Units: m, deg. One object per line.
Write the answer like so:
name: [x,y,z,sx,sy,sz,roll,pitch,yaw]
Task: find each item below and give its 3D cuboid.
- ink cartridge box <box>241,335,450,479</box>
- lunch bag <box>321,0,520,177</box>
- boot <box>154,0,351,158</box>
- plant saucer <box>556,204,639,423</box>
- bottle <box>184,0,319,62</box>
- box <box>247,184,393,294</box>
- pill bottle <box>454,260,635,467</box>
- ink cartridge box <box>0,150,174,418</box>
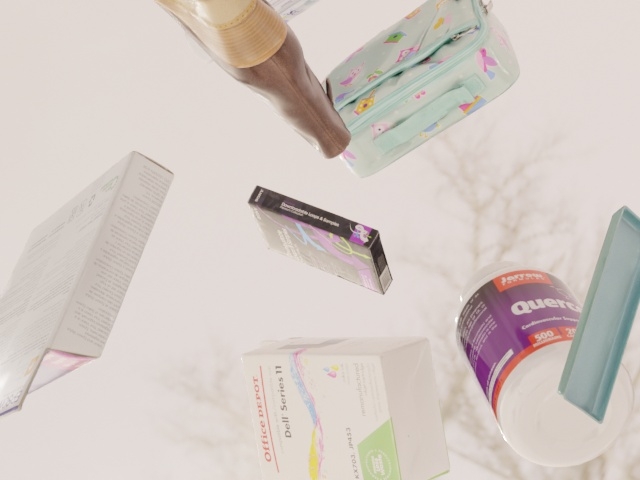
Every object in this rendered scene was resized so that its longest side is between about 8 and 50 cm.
ink cartridge box: [0.007,0.252,2.273,0.353,0.119,0.207,-5,-83,44]
lunch bag: [0.127,-0.214,2.038,0.279,0.224,0.108,-34,-67,16]
boot: [-0.075,-0.189,1.476,0.207,0.090,0.248,52,-1,-33]
plant saucer: [0.261,0.067,1.401,0.018,0.192,0.067,1,-25,46]
bottle: [-0.071,-0.350,2.201,0.282,0.118,0.092,-30,-87,27]
box: [0.000,0.000,1.774,0.162,0.029,0.116,22,-22,23]
pill bottle: [0.289,0.152,2.080,0.181,0.181,0.323,42,11,-26]
ink cartridge box: [-0.311,0.091,1.755,0.071,0.330,0.324,30,-29,-21]
